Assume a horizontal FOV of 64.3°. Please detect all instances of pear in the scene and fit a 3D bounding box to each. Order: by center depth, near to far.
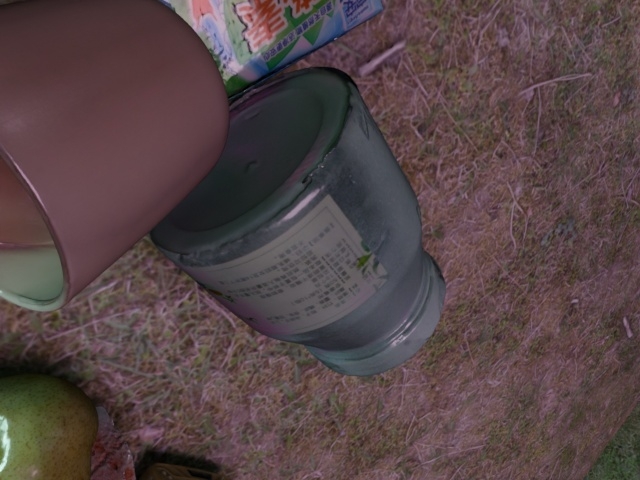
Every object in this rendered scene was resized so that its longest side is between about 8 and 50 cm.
[{"bbox_3d":[-0.309,0.221,0.514,0.167,0.167,0.136,-41,156,-11],"label":"pear"}]

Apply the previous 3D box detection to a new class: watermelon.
[{"bbox_3d":[-0.282,0.291,0.620,0.081,0.094,0.180,27,110,-43],"label":"watermelon"}]

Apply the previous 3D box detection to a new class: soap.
[{"bbox_3d":[-0.062,-0.252,0.511,0.293,0.077,0.156,-35,127,-15],"label":"soap"}]

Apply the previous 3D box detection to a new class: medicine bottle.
[{"bbox_3d":[0.000,0.000,0.569,0.245,0.245,0.290,-47,129,-7],"label":"medicine bottle"}]

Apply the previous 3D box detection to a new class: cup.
[{"bbox_3d":[-0.209,-0.073,0.411,0.191,0.253,0.200,51,44,-13],"label":"cup"}]

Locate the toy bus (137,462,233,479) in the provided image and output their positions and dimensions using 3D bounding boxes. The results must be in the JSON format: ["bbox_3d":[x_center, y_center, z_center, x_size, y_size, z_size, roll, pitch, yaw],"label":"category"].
[{"bbox_3d":[-0.247,0.492,0.663,0.177,0.202,0.365,36,90,-41],"label":"toy bus"}]
